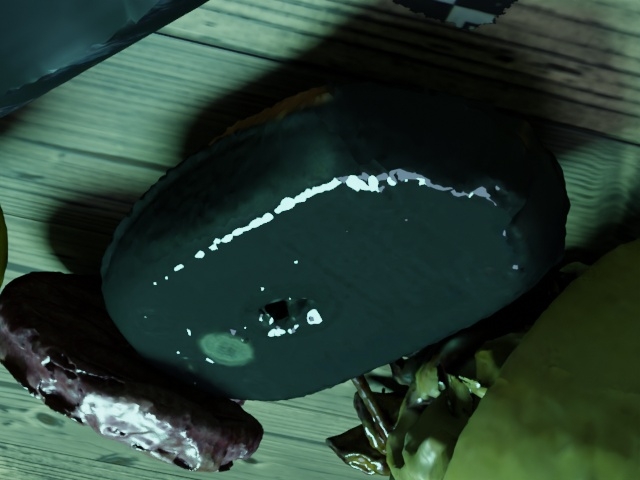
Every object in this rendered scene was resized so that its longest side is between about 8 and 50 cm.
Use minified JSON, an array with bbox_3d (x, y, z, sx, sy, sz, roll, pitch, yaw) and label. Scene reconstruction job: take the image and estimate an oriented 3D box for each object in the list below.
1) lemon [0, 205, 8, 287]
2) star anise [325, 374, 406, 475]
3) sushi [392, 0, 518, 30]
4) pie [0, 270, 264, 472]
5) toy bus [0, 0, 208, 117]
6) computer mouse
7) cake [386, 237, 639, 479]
[{"bbox_3d":[-0.298,-0.001,0.775,0.228,0.228,0.253,-2,143,18],"label":"lemon"},{"bbox_3d":[0.068,0.156,1.139,0.234,0.073,0.177,22,141,-10],"label":"star anise"},{"bbox_3d":[0.024,-0.156,0.603,0.210,0.040,0.193,17,150,-17],"label":"sushi"},{"bbox_3d":[-0.129,0.087,0.958,0.204,0.054,0.218,28,-170,0],"label":"pie"},{"bbox_3d":[-0.087,-0.143,0.522,0.303,0.147,0.127,-20,114,45],"label":"toy bus"},{"bbox_3d":[0.000,-0.004,0.810,0.183,0.116,0.323,30,141,-31],"label":"computer mouse"},{"bbox_3d":[0.152,0.136,0.889,0.321,0.332,0.332,26,166,38],"label":"cake"}]
